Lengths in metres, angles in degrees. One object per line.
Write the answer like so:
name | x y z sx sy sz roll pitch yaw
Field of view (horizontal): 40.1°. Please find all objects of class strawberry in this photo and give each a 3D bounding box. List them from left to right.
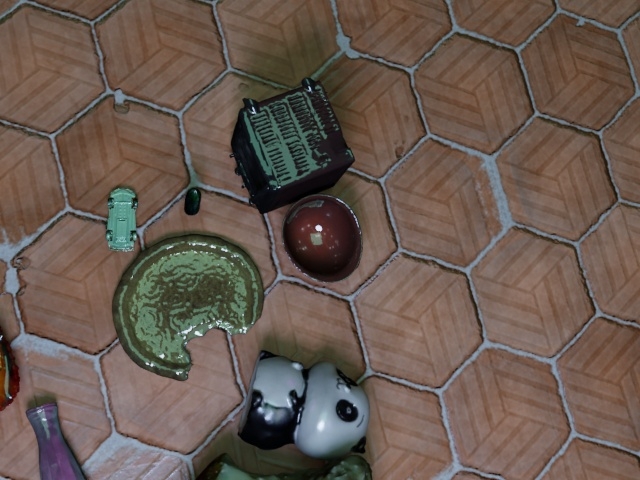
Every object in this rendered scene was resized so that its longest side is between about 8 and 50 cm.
strawberry | -0.607 0.241 1.577 0.140 0.085 0.192 -28 78 -5

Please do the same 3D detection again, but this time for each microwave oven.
microwave oven | -0.068 -0.171 1.665 0.188 0.247 0.178 -20 85 -11

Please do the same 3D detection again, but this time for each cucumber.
cucumber | -0.243 -0.075 1.673 0.032 0.133 0.032 2 79 -11

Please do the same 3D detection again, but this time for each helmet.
helmet | 0.000 0.000 1.708 0.155 0.106 0.175 -38 91 -10

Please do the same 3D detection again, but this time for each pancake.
pancake | -0.252 0.126 1.682 0.288 0.033 0.286 5 77 -8

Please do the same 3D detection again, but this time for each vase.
vase | -0.471 0.399 1.570 0.086 0.086 0.214 -18 77 -12

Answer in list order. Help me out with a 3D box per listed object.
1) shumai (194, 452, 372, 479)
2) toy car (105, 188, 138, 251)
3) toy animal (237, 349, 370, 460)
shumai | -0.092 0.529 1.499 0.323 0.324 0.397 15 96 11
toy car | -0.384 -0.041 1.695 0.059 0.035 0.122 1 70 -8
toy animal | -0.025 0.308 1.606 0.235 0.165 0.187 10 36 -2
